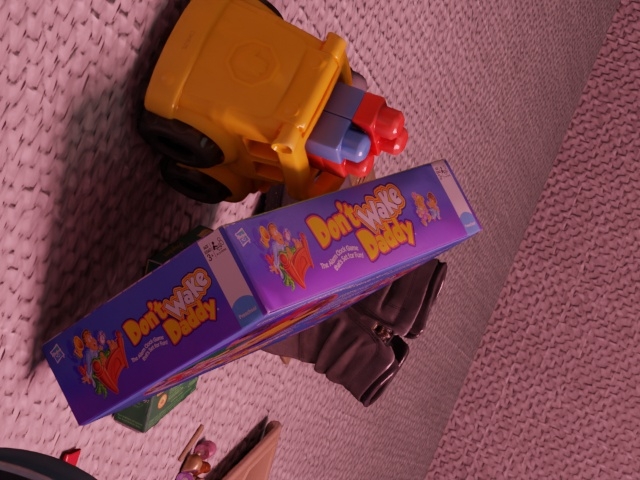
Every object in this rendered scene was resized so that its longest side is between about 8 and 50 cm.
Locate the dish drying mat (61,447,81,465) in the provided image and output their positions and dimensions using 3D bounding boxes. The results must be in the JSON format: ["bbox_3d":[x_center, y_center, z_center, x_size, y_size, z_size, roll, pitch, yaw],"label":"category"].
[{"bbox_3d":[-0.243,0.234,1.467,0.032,0.008,0.083,-9,118,-74],"label":"dish drying mat"}]

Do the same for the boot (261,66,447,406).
[{"bbox_3d":[0.043,-0.007,1.724,0.338,0.223,0.118,-69,165,4],"label":"boot"}]

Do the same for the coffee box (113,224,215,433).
[{"bbox_3d":[-0.144,0.085,1.543,0.113,0.040,0.184,-40,148,-59],"label":"coffee box"}]

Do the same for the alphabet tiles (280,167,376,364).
[{"bbox_3d":[0.000,0.000,2.004,0.285,0.011,0.342,-64,165,-16],"label":"alphabet tiles"}]

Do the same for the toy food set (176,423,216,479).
[{"bbox_3d":[-0.144,0.274,1.853,0.078,0.019,0.122,-56,161,-39],"label":"toy food set"}]

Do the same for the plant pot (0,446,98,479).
[{"bbox_3d":[-0.230,0.266,1.114,0.255,0.272,0.271,-99,-150,-88],"label":"plant pot"}]

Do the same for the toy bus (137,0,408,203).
[{"bbox_3d":[-0.028,-0.101,1.367,0.220,0.211,0.149,77,36,-68],"label":"toy bus"}]

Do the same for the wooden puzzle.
[{"bbox_3d":[-0.123,0.367,2.034,0.238,0.044,0.221,-47,155,-65],"label":"wooden puzzle"}]

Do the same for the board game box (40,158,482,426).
[{"bbox_3d":[-0.042,0.039,1.382,0.233,0.078,0.347,-31,173,34],"label":"board game box"}]
